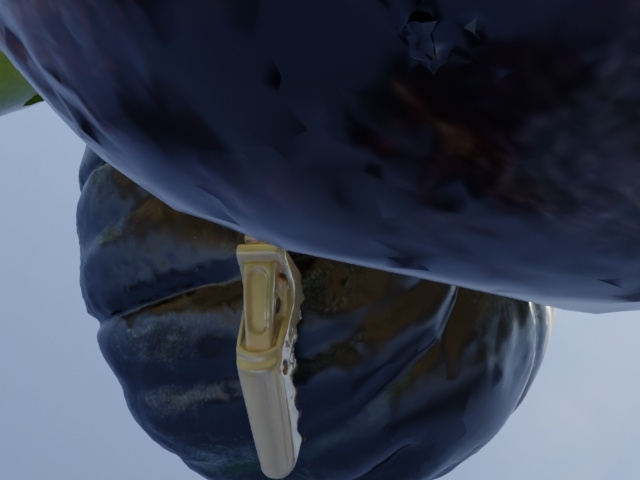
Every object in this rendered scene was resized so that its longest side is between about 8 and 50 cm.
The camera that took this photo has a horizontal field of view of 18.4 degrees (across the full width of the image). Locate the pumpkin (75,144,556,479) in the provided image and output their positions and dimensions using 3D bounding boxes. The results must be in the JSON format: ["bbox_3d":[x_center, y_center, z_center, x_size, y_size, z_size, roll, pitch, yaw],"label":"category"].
[{"bbox_3d":[0.000,0.000,1.353,0.266,0.363,0.363,-18,-173,32],"label":"pumpkin"}]

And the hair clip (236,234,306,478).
[{"bbox_3d":[-0.032,0.024,1.142,0.034,0.226,0.072,-1,174,21],"label":"hair clip"}]

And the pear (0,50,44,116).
[{"bbox_3d":[-0.146,-0.167,0.910,0.187,0.220,0.187,28,-157,-13],"label":"pear"}]

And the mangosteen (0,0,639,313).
[{"bbox_3d":[0.037,-0.173,0.485,0.421,0.381,0.381,19,-158,-12],"label":"mangosteen"}]
